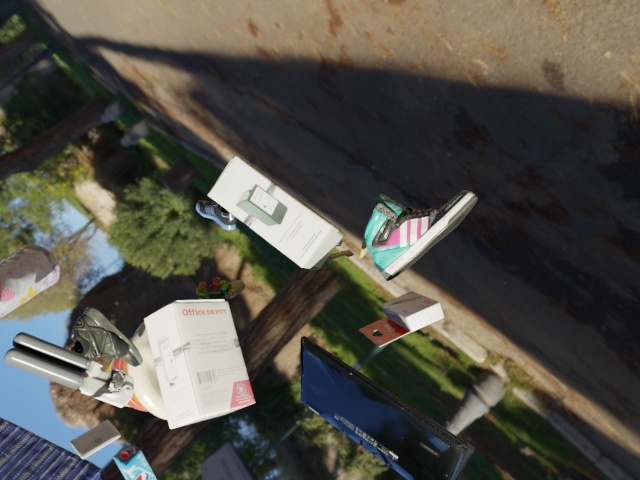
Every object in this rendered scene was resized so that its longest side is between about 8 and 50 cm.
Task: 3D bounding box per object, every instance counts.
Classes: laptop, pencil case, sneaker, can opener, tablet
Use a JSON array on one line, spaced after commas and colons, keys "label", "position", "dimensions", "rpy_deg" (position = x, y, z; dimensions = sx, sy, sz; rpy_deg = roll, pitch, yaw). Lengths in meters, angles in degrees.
[{"label": "laptop", "position": [0.171, 0.360, 1.288], "dimensions": [0.381, 0.236, 0.408], "rpy_deg": [29, 142, 24]}, {"label": "pencil case", "position": [-0.738, 0.102, 1.337], "dimensions": [0.124, 0.114, 0.273], "rpy_deg": [34, -159, -1]}, {"label": "sneaker", "position": [-0.606, 0.304, 1.593], "dimensions": [0.087, 0.130, 0.228], "rpy_deg": [1, 137, 44]}, {"label": "sneaker", "position": [-0.427, -0.131, 2.354], "dimensions": [0.232, 0.081, 0.091], "rpy_deg": [29, 123, 30]}, {"label": "sneaker", "position": [0.220, -0.059, 1.394], "dimensions": [0.178, 0.295, 0.123], "rpy_deg": [51, -167, 15]}, {"label": "can opener", "position": [-0.533, 0.287, 1.227], "dimensions": [0.280, 0.093, 0.074], "rpy_deg": [33, -136, -27]}, {"label": "tablet", "position": [-0.450, 0.396, 1.140], "dimensions": [0.054, 0.083, 0.006], "rpy_deg": [32, 130, 32]}]

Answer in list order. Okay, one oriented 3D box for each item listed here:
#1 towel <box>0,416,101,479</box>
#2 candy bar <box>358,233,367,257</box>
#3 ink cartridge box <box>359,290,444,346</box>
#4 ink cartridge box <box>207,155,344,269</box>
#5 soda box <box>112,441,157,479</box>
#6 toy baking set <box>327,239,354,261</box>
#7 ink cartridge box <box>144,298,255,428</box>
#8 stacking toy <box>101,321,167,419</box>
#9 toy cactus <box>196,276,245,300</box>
[{"label": "towel", "position": [-0.753, 0.600, 1.416], "dimensions": [0.335, 0.243, 0.040], "rpy_deg": [24, 127, 8]}, {"label": "candy bar", "position": [0.157, 0.016, 2.031], "dimensions": [0.018, 0.040, 0.161], "rpy_deg": [35, 154, 16]}, {"label": "ink cartridge box", "position": [0.262, 0.262, 1.955], "dimensions": [0.275, 0.238, 0.060], "rpy_deg": [-166, 55, -79]}, {"label": "ink cartridge box", "position": [-0.101, -0.062, 1.385], "dimensions": [0.289, 0.122, 0.211], "rpy_deg": [37, -177, 12]}, {"label": "soda box", "position": [-0.597, 0.758, 1.861], "dimensions": [0.071, 0.067, 0.210], "rpy_deg": [16, 133, 33]}, {"label": "toy baking set", "position": [-0.003, 0.002, 1.947], "dimensions": [0.256, 0.030, 0.197], "rpy_deg": [29, -153, 2]}, {"label": "ink cartridge box", "position": [-0.301, 0.302, 1.436], "dimensions": [0.207, 0.117, 0.283], "rpy_deg": [8, -121, -57]}, {"label": "stacking toy", "position": [-0.616, 0.458, 1.961], "dimensions": [0.479, 0.351, 0.351], "rpy_deg": [-21, 117, 36]}, {"label": "toy cactus", "position": [-0.300, 0.172, 1.730], "dimensions": [0.112, 0.180, 0.219], "rpy_deg": [47, 135, 19]}]
